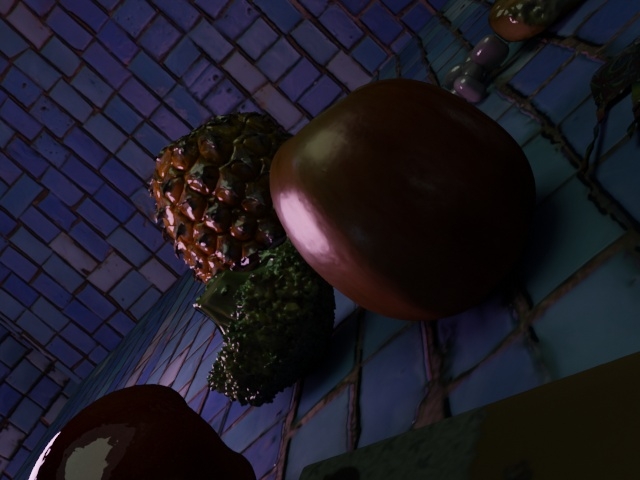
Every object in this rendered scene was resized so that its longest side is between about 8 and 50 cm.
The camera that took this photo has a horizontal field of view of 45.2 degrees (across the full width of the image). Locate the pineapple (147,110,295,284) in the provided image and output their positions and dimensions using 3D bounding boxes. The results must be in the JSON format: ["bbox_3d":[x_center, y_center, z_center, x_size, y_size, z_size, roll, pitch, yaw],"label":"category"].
[{"bbox_3d":[-0.162,-0.082,1.522,0.352,0.300,0.352,-30,-7,-4],"label":"pineapple"}]

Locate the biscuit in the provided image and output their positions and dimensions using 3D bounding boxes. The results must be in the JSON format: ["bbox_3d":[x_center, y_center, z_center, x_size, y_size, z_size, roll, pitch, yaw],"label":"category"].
[{"bbox_3d":[0.403,-0.449,1.322,0.274,0.091,0.213,-48,13,8],"label":"biscuit"}]

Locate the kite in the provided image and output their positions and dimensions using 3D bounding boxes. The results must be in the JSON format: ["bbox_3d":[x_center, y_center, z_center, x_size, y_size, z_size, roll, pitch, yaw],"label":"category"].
[{"bbox_3d":[0.331,-0.162,0.808,0.152,0.015,0.285,-41,10,43],"label":"kite"}]

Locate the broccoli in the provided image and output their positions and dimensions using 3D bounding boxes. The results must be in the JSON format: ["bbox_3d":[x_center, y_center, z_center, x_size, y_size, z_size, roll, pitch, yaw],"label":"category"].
[{"bbox_3d":[-0.071,0.108,1.003,0.226,0.176,0.198,-24,18,30],"label":"broccoli"}]

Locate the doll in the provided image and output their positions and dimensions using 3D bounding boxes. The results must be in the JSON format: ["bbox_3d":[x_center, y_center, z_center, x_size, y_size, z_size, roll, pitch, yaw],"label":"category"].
[{"bbox_3d":[0.269,-0.297,1.382,0.161,0.059,0.160,-60,10,-17],"label":"doll"}]

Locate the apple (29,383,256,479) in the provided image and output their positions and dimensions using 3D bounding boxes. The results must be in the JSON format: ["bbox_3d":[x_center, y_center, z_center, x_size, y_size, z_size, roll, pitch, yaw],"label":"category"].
[{"bbox_3d":[-0.176,0.260,0.761,0.201,0.218,0.218,-44,9,-18],"label":"apple"}]

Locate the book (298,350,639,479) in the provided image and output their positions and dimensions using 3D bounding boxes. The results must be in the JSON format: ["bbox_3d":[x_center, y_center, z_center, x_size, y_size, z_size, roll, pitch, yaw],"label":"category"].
[{"bbox_3d":[0.070,0.191,0.431,0.389,0.032,0.269,-32,17,39],"label":"book"}]

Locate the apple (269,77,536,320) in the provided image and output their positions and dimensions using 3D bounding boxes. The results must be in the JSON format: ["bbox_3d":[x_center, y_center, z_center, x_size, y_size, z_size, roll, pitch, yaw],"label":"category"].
[{"bbox_3d":[0.082,-0.051,0.771,0.242,0.241,0.242,-49,9,11],"label":"apple"}]
